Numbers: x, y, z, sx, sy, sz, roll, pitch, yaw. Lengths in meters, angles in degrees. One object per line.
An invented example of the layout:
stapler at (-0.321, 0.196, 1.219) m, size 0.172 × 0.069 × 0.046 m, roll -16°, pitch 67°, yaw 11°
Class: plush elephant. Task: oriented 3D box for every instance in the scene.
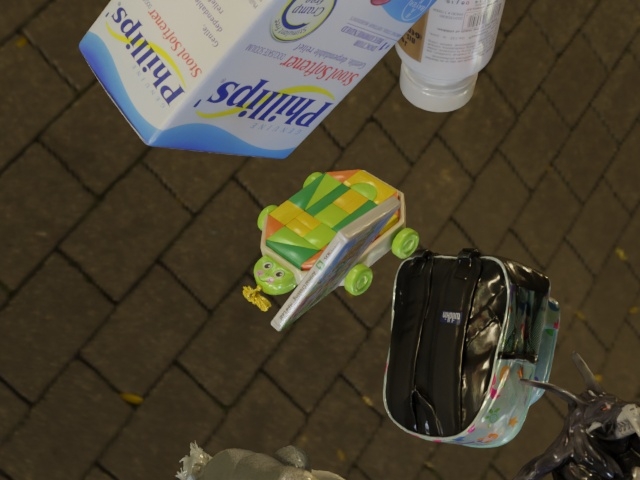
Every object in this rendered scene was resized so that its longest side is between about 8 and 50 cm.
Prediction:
plush elephant at (-0.063, 0.420, 1.369) m, size 0.255 × 0.330 × 0.272 m, roll 37°, pitch 89°, yaw -21°

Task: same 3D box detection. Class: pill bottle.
pill bottle at (0.161, -0.278, 1.249) m, size 0.131 × 0.229 × 0.131 m, roll 1°, pitch 54°, yaw -2°

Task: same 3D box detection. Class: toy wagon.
toy wagon at (0.000, 0.000, 1.812) m, size 0.344 × 0.267 × 0.068 m, roll -37°, pitch 139°, yaw -24°

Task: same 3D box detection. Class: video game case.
video game case at (0.027, 0.032, 1.485) m, size 0.023 × 0.193 × 0.212 m, roll 41°, pitch 29°, yaw 9°

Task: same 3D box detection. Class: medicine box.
medicine box at (-0.055, -0.238, 1.045) m, size 0.149 × 0.289 × 0.263 m, roll 53°, pitch 24°, yaw 18°

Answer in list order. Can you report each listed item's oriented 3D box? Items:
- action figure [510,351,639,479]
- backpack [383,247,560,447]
action figure at (0.235, 0.186, 0.633) m, size 0.164 × 0.141 × 0.276 m, roll -20°, pitch 71°, yaw -24°
backpack at (0.201, 0.156, 1.359) m, size 0.191 × 0.225 × 0.254 m, roll 22°, pitch 76°, yaw -37°
